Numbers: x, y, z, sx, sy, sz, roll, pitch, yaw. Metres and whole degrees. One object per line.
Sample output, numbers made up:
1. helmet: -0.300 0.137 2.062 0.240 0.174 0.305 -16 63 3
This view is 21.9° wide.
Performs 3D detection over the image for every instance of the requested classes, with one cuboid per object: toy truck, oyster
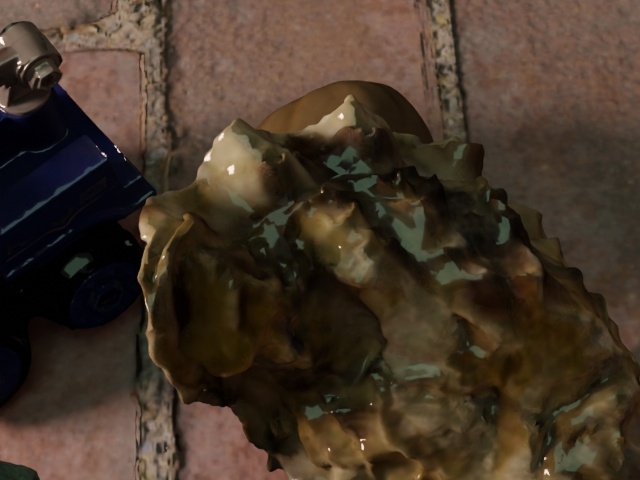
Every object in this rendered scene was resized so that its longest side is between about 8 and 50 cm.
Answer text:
1. toy truck: -0.219 -0.014 1.012 0.213 0.177 0.161 -37 61 -15
2. oyster: 0.067 0.064 0.905 0.351 0.115 0.238 44 70 -5

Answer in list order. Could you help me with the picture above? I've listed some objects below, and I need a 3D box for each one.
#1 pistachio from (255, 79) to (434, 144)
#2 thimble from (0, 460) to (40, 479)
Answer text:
1. pistachio: 0.000 0.000 1.005 0.136 0.136 0.226 11 67 15
2. thimble: -0.194 0.235 0.847 0.143 0.198 0.235 -11 86 0
